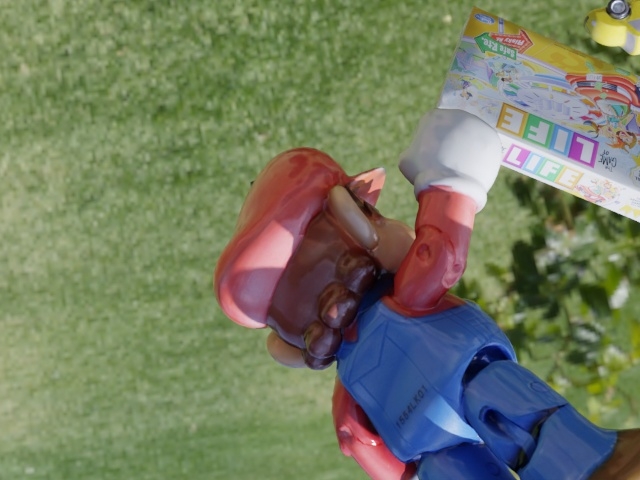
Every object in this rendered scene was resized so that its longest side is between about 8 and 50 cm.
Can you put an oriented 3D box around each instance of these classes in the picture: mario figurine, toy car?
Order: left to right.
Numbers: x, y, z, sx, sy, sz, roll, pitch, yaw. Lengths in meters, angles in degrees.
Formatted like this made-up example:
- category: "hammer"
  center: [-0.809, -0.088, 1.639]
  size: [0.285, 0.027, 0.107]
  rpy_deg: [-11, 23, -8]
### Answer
- category: "mario figurine"
  center: [0.076, 0.056, 0.724]
  size: [0.198, 0.320, 0.170]
  rpy_deg: [-42, 150, 0]
- category: "toy car"
  center: [0.424, -0.240, 1.297]
  size: [0.239, 0.053, 0.225]
  rpy_deg: [-23, 162, 33]

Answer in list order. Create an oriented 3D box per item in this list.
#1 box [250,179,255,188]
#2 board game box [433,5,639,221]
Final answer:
- category: "box"
  center: [0.000, 0.000, 1.051]
  size: [0.027, 0.094, 0.137]
  rpy_deg: [-19, 161, 39]
- category: "board game box"
  center: [0.155, -0.083, 0.801]
  size: [0.154, 0.103, 0.026]
  rpy_deg: [22, 142, -1]
